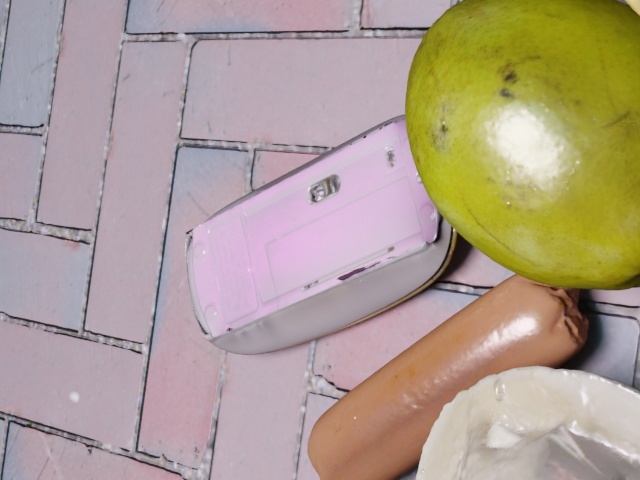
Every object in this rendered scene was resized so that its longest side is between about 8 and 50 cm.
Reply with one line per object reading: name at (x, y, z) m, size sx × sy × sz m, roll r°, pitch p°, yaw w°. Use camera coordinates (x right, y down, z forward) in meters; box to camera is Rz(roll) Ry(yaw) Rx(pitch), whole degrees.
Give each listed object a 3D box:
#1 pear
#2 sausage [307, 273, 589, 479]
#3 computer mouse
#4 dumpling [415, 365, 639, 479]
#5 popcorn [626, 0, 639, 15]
pear at (0.175, -0.077, 0.942) m, size 0.269 × 0.212 × 0.212 m, roll 49°, pitch 115°, yaw 26°
sausage at (0.099, 0.122, 1.062) m, size 0.289 × 0.086 × 0.086 m, roll -38°, pitch 62°, yaw 29°
computer mouse at (0.000, 0.000, 1.168) m, size 0.310 × 0.072 × 0.158 m, roll -26°, pitch 67°, yaw 35°
dumpling at (0.178, 0.201, 0.913) m, size 0.243 × 0.175 × 0.227 m, roll 24°, pitch 115°, yaw 11°
popcorn at (0.242, -0.349, 0.825) m, size 0.390 × 0.344 × 0.354 m, roll -50°, pitch 12°, yaw -4°
